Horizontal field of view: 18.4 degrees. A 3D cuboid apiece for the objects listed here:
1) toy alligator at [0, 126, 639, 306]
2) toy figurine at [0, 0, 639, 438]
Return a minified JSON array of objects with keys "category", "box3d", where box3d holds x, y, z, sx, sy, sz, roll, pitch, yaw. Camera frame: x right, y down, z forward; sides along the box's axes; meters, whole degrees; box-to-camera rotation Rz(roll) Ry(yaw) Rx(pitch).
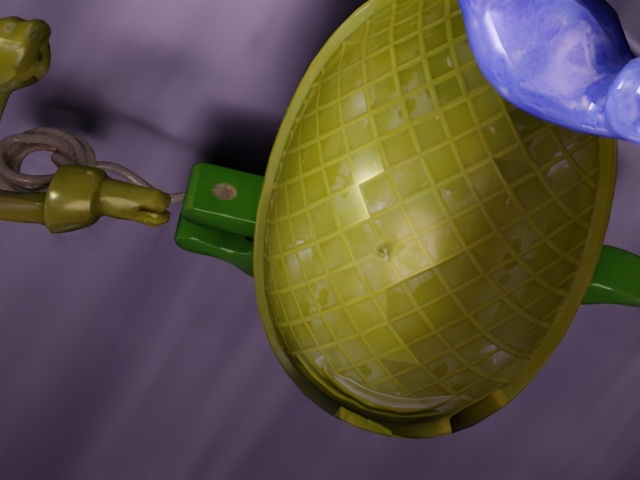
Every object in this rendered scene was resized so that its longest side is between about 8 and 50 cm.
[{"category":"toy alligator","box3d":[0.000,0.000,0.581,0.189,0.056,0.051,10,159,5]},{"category":"toy figurine","box3d":[0.029,-0.106,0.403,0.191,0.217,0.362,22,104,-4]}]
